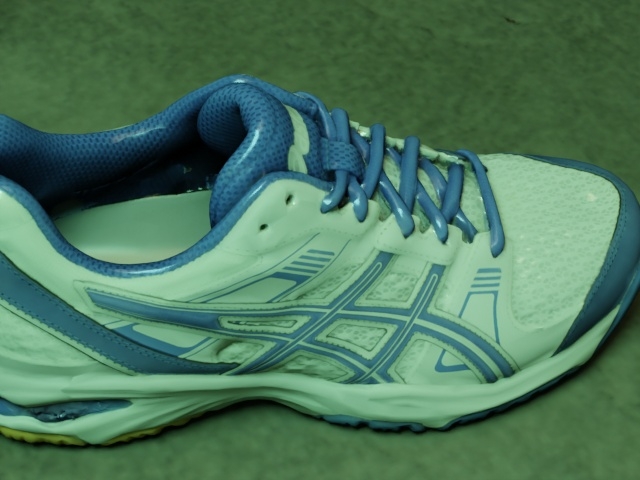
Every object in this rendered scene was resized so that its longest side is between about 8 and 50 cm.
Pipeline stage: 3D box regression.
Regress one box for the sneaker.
[{"bbox_3d":[0.000,0.000,0.638,0.296,0.131,0.112,-9,50,-17],"label":"sneaker"}]
